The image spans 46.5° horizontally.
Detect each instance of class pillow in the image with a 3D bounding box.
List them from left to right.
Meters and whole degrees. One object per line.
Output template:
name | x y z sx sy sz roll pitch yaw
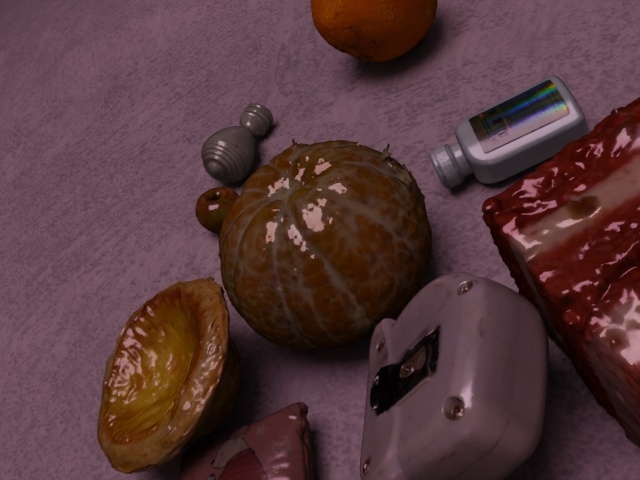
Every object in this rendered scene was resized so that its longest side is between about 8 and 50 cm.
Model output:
pillow | -0.102 0.342 0.978 0.236 0.084 0.223 -24 42 22

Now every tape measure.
tape measure | 0.139 0.162 0.851 0.265 0.130 0.258 -54 15 40

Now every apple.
apple | -0.189 -0.058 1.396 0.089 0.074 0.090 -18 45 18

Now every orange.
orange | 0.000 0.000 1.088 0.329 0.249 0.329 -18 40 16
orange | 0.104 -0.467 1.423 0.246 0.246 0.246 -19 45 20

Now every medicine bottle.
medicine bottle | 0.284 -0.157 1.150 0.228 0.083 0.121 -26 46 14

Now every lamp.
lamp | -0.162 -0.196 1.487 0.106 0.106 0.193 5 48 37

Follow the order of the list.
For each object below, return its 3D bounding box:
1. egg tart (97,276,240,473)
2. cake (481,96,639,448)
egg tart | -0.209 0.204 1.113 0.319 0.128 0.319 -32 41 33
cake | 0.373 0.040 0.780 0.269 0.270 0.320 -34 44 5
